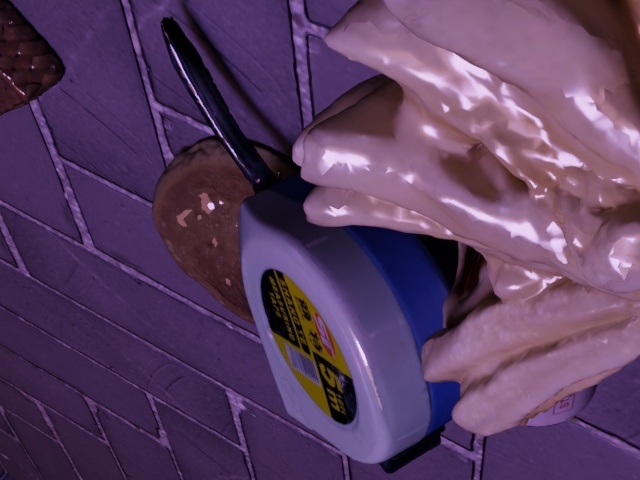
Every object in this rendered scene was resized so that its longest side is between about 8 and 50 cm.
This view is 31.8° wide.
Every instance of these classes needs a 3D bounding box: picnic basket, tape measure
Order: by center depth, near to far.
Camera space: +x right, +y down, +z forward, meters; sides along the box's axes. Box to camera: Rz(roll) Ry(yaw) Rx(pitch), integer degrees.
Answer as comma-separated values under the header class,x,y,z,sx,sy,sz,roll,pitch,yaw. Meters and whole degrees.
class,x,y,z,sx,sy,sz,roll,pitch,yaw
tape measure,0.000,0.000,0.819,0.215,0.098,0.351,25,139,57
picnic basket,-0.320,-0.160,1.052,0.110,0.055,0.193,49,148,-20

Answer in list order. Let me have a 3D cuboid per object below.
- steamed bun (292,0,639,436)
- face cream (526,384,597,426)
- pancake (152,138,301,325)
class,x,y,z,sx,sy,sz,roll,pitch,yaw
steamed bun,0.129,-0.060,0.442,0.189,0.247,0.428,50,138,5
face cream,0.147,0.030,0.745,0.096,0.096,0.214,25,149,23
pancake,-0.050,0.009,0.986,0.242,0.050,0.242,22,142,18
